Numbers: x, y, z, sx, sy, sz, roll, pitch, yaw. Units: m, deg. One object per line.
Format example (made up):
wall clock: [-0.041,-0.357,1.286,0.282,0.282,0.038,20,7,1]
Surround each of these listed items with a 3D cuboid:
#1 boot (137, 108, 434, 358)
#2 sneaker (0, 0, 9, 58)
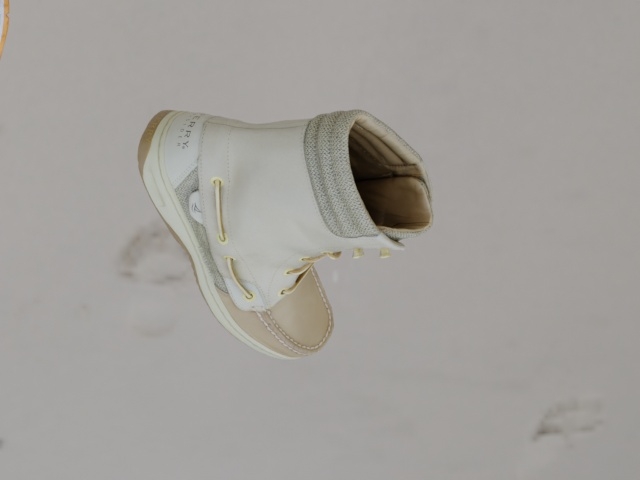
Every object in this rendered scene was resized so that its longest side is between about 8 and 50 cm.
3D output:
boot: [0.000,0.000,1.310,0.203,0.095,0.262,-1,134,33]
sneaker: [-0.305,-0.254,1.245,0.121,0.262,0.099,-9,180,-17]
